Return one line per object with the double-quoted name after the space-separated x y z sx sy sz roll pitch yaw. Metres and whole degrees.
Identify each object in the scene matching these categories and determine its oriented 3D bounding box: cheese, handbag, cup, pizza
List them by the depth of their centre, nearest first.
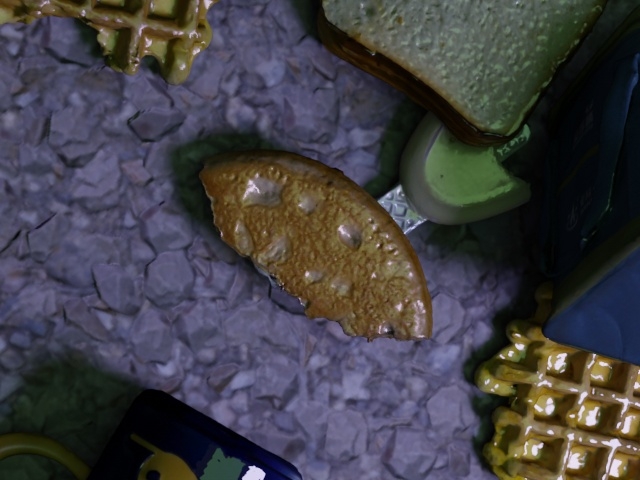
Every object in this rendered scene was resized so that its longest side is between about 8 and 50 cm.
-0.173 0.245 1.219 0.255 0.178 0.256 31 82 -17 "cup"
0.308 -0.040 1.270 0.222 0.263 0.241 13 55 -13 "handbag"
0.000 0.001 1.300 0.246 0.058 0.127 27 92 1 "pizza"
0.093 -0.047 1.346 0.235 0.050 0.127 -35 94 -5 "cheese"

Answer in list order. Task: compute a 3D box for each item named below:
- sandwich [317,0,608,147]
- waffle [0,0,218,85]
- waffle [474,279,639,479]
0.120 -0.200 1.304 0.215 0.065 0.186 33 82 6 "sandwich"
-0.198 -0.273 1.247 0.301 0.058 0.281 35 83 -16 "waffle"
0.299 0.157 1.412 0.329 0.062 0.329 -1 93 -17 "waffle"
